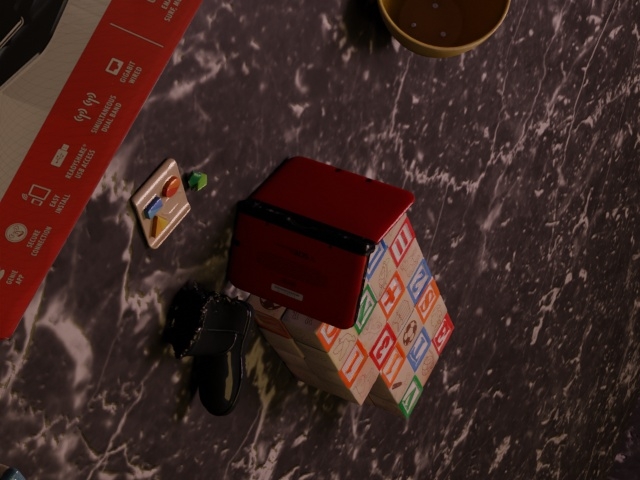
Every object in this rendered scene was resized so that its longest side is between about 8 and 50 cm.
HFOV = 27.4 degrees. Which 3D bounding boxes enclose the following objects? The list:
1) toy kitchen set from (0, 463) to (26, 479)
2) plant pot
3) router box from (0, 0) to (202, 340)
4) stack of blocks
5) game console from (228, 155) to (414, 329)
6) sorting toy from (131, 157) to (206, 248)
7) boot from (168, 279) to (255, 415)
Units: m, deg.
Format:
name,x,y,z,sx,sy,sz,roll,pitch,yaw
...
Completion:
name,x,y,z,sx,sy,sz,roll,pitch,yaw
toy kitchen set,-0.246,0.291,1.004,0.166,0.122,0.207,-54,148,-28
plant pot,0.117,-0.238,1.329,0.134,0.134,0.095,-63,178,-14
router box,-0.208,-0.136,0.592,0.301,0.082,0.335,18,112,-39
stack of blocks,0.042,0.084,1.417,0.171,0.087,0.297,-59,150,-19
game console,0.000,0.000,1.230,0.085,0.144,0.124,-14,119,-56
sorting toy,-0.126,-0.039,1.124,0.083,0.012,0.062,-52,146,-30
boot,-0.105,0.101,1.216,0.099,0.045,0.121,19,83,-64
